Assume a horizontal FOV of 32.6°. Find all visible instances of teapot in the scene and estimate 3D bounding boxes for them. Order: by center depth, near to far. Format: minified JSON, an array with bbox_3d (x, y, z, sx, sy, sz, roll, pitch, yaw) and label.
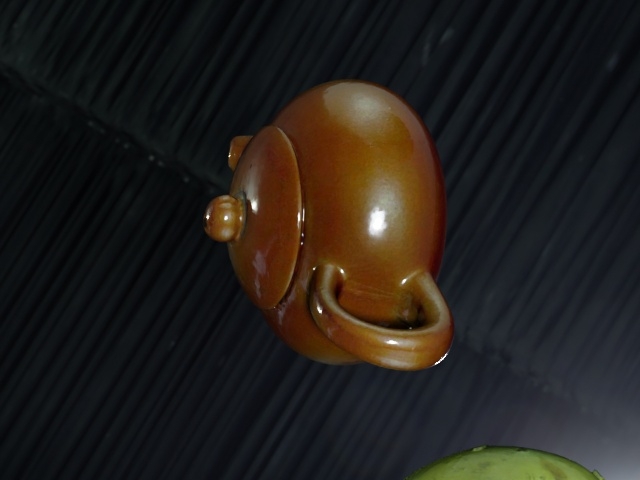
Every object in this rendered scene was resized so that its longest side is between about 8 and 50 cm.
[{"bbox_3d":[0.000,0.000,0.661,0.135,0.178,0.252,-1,-150,-19],"label":"teapot"}]

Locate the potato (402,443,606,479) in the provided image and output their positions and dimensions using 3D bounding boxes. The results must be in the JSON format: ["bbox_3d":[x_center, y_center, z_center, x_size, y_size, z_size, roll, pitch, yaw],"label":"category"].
[{"bbox_3d":[0.108,0.292,0.768,0.216,0.304,0.216,16,-175,-1],"label":"potato"}]
